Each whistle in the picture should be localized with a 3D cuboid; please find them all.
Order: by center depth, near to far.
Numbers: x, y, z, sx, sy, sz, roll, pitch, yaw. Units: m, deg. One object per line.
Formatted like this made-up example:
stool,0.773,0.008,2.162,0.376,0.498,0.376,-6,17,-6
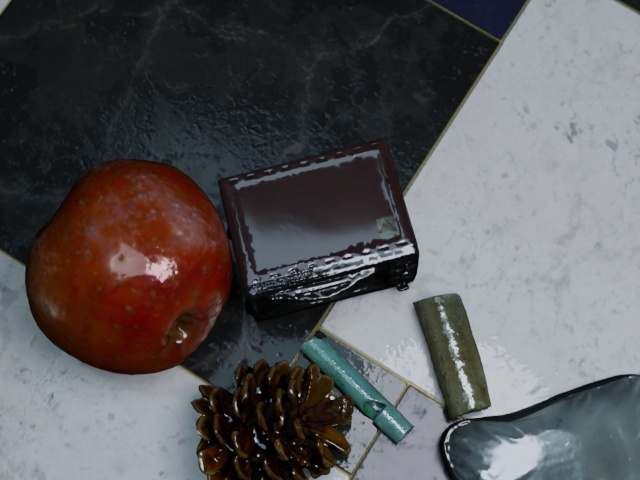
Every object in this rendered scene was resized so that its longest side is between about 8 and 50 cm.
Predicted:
whistle,0.049,0.200,1.689,0.039,0.039,0.186,-44,80,-9

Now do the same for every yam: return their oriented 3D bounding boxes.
yam,0.183,0.154,1.684,0.068,0.068,0.169,-17,77,-3

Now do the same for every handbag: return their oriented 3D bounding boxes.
handbag,0.320,0.301,1.649,0.332,0.075,0.191,-15,80,-6

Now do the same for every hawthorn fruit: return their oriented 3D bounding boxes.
hawthorn fruit,-0.251,0.034,1.615,0.284,0.284,0.284,0,77,1

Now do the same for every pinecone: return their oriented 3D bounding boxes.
pinecone,-0.055,0.240,1.615,0.212,0.168,0.185,-26,92,8

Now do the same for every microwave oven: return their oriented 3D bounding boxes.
microwave oven,0.000,-0.002,1.665,0.247,0.178,0.188,-15,77,-3
